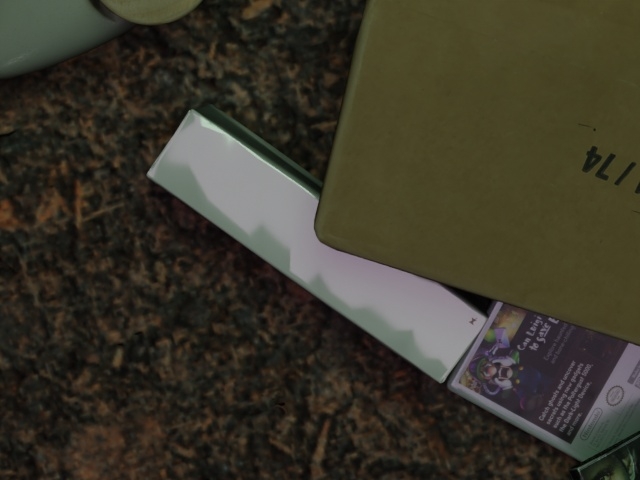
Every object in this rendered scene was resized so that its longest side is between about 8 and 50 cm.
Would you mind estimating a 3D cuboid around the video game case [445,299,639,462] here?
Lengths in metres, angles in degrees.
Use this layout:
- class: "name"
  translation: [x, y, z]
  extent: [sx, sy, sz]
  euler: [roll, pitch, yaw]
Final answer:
- class: "video game case"
  translation: [0.207, 0.060, 1.274]
  extent: [0.173, 0.022, 0.190]
  euler: [29, 97, -1]

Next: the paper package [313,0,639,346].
- class: "paper package"
  translation: [0.191, -0.108, 1.126]
  extent: [0.324, 0.168, 0.310]
  euler: [17, 114, 6]

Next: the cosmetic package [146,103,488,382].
- class: "cosmetic package"
  translation: [0.000, 0.000, 1.240]
  extent: [0.239, 0.099, 0.060]
  euler: [35, 95, 0]

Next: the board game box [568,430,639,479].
- class: "board game box"
  translation: [0.274, 0.167, 1.234]
  extent: [0.186, 0.026, 0.126]
  euler: [-27, 86, -15]

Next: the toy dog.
- class: "toy dog"
  translation: [-0.212, -0.183, 1.187]
  extent: [0.333, 0.220, 0.161]
  euler: [-28, 102, -16]
